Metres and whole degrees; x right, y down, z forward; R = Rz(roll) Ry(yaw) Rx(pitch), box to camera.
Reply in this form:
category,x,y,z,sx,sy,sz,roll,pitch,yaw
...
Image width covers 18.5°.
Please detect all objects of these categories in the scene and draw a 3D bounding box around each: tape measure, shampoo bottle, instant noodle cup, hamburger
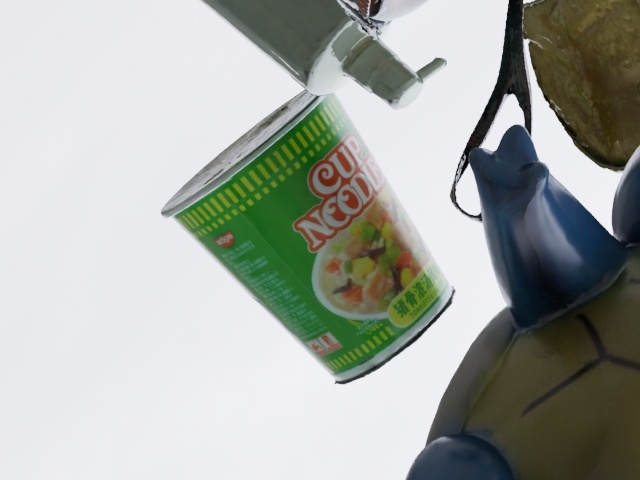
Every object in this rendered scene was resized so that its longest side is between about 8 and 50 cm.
category,x,y,z,sx,sy,sz,roll,pitch,yaw
tape measure,0.072,-0.110,0.965,0.104,0.107,0.180,-30,-106,2
shampoo bottle,-0.035,-0.176,1.324,0.085,0.262,0.085,-42,161,-18
instant noodle cup,0.000,0.000,1.821,0.207,0.232,0.207,-38,-170,8
hamburger,0.282,-0.134,1.503,0.132,0.211,0.309,-23,-177,-25

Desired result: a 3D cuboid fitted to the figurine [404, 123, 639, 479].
category,x,y,z,sx,sy,sz,roll,pitch,yaw
figurine,0.168,0.114,0.940,0.416,0.298,0.243,-64,170,1
